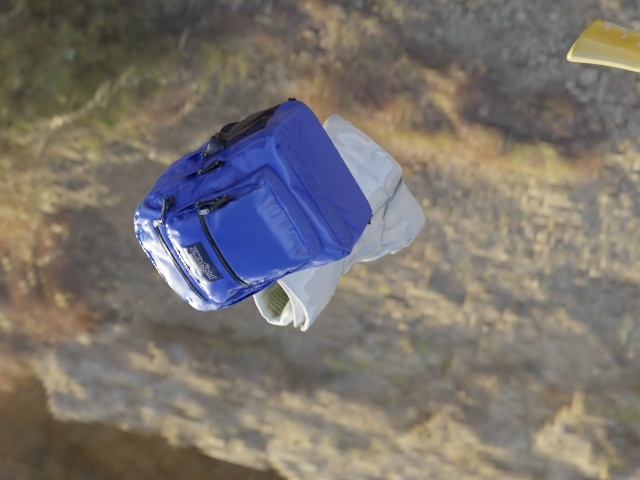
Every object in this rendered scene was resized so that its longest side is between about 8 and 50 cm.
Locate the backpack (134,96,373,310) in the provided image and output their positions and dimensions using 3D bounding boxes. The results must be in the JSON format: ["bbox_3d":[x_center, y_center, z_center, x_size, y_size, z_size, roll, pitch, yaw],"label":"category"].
[{"bbox_3d":[-0.050,-0.015,1.007,0.120,0.101,0.098,-22,104,30],"label":"backpack"}]

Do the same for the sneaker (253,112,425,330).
[{"bbox_3d":[0.000,0.000,1.503,0.108,0.169,0.292,37,177,15],"label":"sneaker"}]

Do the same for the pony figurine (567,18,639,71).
[{"bbox_3d":[0.463,-0.173,1.582,0.363,0.351,0.303,37,146,9],"label":"pony figurine"}]
